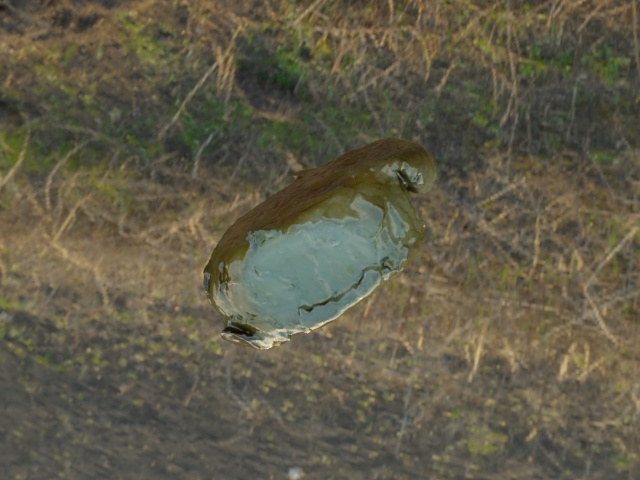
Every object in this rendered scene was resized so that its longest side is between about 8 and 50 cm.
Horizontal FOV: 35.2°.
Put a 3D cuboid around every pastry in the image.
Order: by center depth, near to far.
[{"bbox_3d":[0.000,0.000,0.847,0.100,0.229,0.218,58,164,-12],"label":"pastry"}]
